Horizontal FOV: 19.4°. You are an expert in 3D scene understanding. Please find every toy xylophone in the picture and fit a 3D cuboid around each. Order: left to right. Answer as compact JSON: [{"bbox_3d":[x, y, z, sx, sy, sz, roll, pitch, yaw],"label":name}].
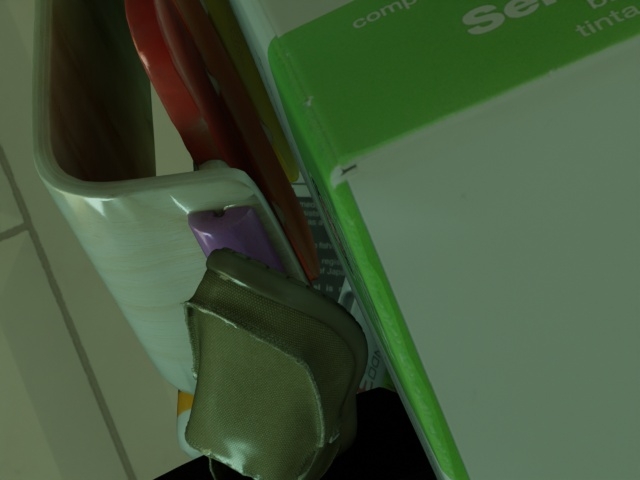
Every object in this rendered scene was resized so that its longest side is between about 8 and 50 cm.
[{"bbox_3d":[-0.068,-0.090,0.751,0.236,0.081,0.323,62,-167,-50],"label":"toy xylophone"}]

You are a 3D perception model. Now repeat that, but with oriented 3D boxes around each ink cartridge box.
[{"bbox_3d":[0.048,-0.039,0.573,0.273,0.114,0.198,-113,0,-53],"label":"ink cartridge box"}]

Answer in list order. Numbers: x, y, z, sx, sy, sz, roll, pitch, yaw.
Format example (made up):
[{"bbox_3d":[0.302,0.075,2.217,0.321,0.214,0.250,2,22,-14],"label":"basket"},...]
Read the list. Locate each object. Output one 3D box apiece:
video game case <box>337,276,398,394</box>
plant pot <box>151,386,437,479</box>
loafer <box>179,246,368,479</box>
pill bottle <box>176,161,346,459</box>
[{"bbox_3d":[0.076,0.122,1.039,0.212,0.023,0.193,41,-133,-28],"label":"video game case"},{"bbox_3d":[-0.012,0.171,0.726,0.187,0.167,0.188,-172,74,-72],"label":"plant pot"},{"bbox_3d":[-0.017,0.053,0.618,0.056,0.050,0.148,23,157,20],"label":"loafer"},{"bbox_3d":[0.000,0.000,1.144,0.162,0.162,0.278,67,-155,-70],"label":"pill bottle"}]
